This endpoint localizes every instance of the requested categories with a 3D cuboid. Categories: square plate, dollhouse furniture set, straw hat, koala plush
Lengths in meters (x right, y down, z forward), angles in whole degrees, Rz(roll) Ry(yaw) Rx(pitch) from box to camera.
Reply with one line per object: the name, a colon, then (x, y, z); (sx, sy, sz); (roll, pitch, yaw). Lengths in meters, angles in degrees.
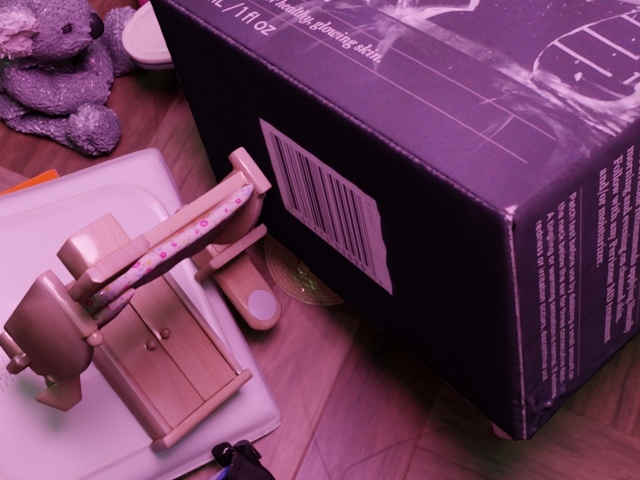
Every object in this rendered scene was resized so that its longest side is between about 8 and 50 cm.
square plate: (-0.240, 0.096, 0.889); (0.344, 0.049, 0.347); (-22, 83, -33)
dollhouse furniture set: (-0.084, 0.047, 0.749); (0.303, 0.355, 0.174); (-38, 92, -33)
straw hat: (0.000, 0.000, 1.037); (0.144, 0.061, 0.145); (2, 65, -4)
koala plush: (-0.326, -0.241, 1.033); (0.203, 0.221, 0.196); (12, 66, 1)

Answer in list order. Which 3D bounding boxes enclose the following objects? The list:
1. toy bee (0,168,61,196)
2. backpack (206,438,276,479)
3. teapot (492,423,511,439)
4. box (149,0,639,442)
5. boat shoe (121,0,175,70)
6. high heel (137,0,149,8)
toy bee: (-0.424, 0.010, 0.962); (0.298, 0.162, 0.195); (-5, 76, -40)
backpack: (-0.064, 0.332, 0.771); (0.276, 0.263, 0.213); (39, 85, 13)
teapot: (0.252, 0.054, 0.967); (0.255, 0.187, 0.253); (-24, 45, -2)
box: (0.177, -0.163, 0.852); (0.471, 0.298, 0.480); (-36, 49, -19)
boat shoe: (-0.101, -0.274, 1.114); (0.319, 0.099, 0.116); (-31, 67, -25)
high heel: (-0.251, -0.396, 1.205); (0.181, 0.127, 0.378); (-17, 74, 36)
